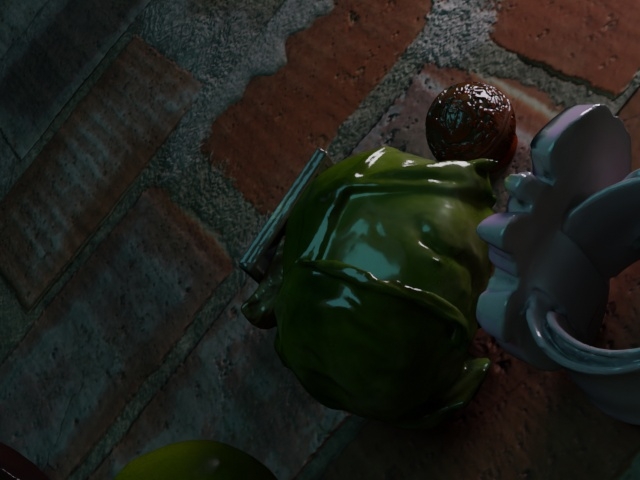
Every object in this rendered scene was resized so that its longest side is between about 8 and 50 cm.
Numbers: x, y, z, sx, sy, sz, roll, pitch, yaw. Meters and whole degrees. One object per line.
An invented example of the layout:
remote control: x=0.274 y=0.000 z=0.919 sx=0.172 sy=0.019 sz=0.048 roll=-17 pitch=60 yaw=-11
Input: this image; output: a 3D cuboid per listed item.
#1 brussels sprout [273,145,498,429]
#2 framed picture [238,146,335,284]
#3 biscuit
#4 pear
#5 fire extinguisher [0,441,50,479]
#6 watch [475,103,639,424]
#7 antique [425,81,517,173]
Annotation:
brussels sprout: x=0.067 y=0.043 z=1.434 sx=0.294 sy=0.227 sz=0.259 roll=116 pitch=174 yaw=-74
framed picture: x=-0.019 y=-0.008 z=1.629 sx=0.015 sy=0.203 sz=0.150 roll=32 pitch=83 yaw=17
biscuit: x=0.001 y=0.001 z=1.618 sx=0.031 sy=0.176 sz=0.229 roll=32 pitch=88 yaw=15
pear: x=-0.127 y=0.285 z=1.484 sx=0.198 sy=0.198 sz=0.198 roll=-29 pitch=42 yaw=29
fire extinguisher: x=-0.471 y=0.401 z=1.813 sx=0.114 sy=0.135 sz=0.337 roll=36 pitch=90 yaw=37
watch: x=0.269 y=0.015 z=1.279 sx=0.231 sy=0.196 sz=0.244 roll=13 pitch=67 yaw=45
antique: x=0.157 y=-0.120 z=1.587 sx=0.104 sy=0.104 sz=0.104 roll=-29 pitch=42 yaw=29
